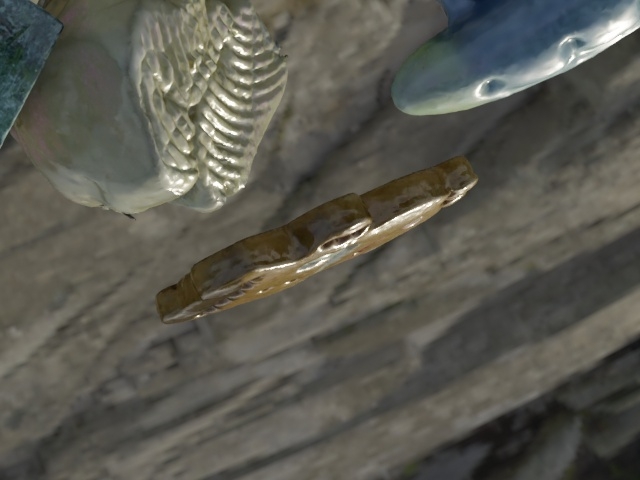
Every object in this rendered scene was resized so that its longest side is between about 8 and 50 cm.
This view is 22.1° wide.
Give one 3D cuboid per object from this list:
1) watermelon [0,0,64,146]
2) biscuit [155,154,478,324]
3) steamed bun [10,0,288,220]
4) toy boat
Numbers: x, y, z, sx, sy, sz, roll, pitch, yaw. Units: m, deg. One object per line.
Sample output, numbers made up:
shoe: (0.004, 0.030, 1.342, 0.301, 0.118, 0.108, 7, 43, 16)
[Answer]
watermelon: (-0.394, -0.083, 1.441, 0.387, 0.228, 0.258, -54, -171, 9)
biscuit: (0.002, 0.003, 1.186, 0.249, 0.035, 0.184, -22, 174, -33)
steamed bun: (-0.179, -0.153, 1.562, 0.206, 0.275, 0.320, 1, 158, 25)
toy boat: (0.137, -0.221, 0.947, 0.330, 0.215, 0.123, -33, 179, 12)
